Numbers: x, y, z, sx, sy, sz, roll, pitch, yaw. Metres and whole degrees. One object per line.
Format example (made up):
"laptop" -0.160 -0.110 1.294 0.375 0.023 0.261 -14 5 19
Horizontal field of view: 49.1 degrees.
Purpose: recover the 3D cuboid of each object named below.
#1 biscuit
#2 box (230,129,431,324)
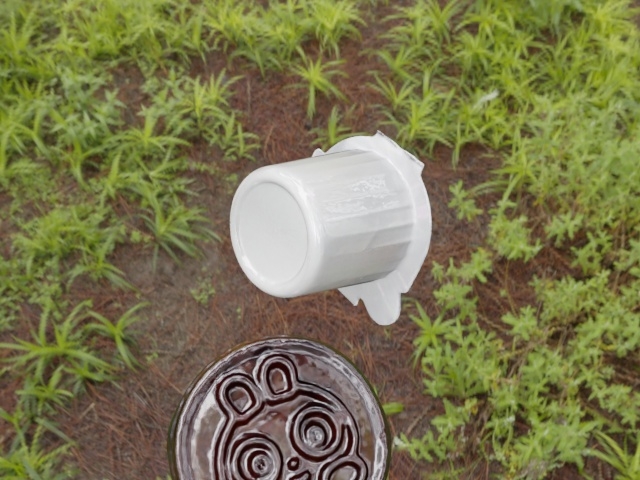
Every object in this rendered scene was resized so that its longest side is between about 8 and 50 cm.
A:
"biscuit" -0.068 0.367 1.251 0.407 0.091 0.408 3 71 -8
"box" 0.000 0.000 1.009 0.262 0.291 0.206 -7 3 45
